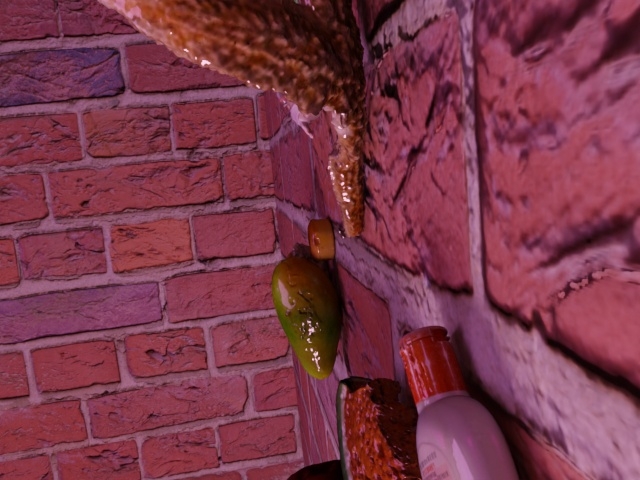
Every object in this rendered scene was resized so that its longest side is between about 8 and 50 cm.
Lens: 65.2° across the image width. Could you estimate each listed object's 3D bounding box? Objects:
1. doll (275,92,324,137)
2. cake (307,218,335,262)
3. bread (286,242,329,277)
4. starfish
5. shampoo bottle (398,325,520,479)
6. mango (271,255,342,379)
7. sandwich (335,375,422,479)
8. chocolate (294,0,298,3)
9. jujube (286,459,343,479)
[{"bbox_3d":[-0.034,-0.234,0.834,0.073,0.084,0.127,126,145,-81],"label":"doll"},{"bbox_3d":[0.000,0.000,0.936,0.084,0.044,0.084,174,90,-84],"label":"cake"},{"bbox_3d":[-0.023,0.091,1.042,0.119,0.084,0.177,-112,13,-63],"label":"bread"},{"bbox_3d":[-0.024,-0.202,0.495,0.398,0.132,0.384,3,-97,-60],"label":"starfish"},{"bbox_3d":[0.101,0.166,0.342,0.108,0.051,0.221,94,167,-56],"label":"shampoo bottle"},{"bbox_3d":[-0.018,0.140,0.922,0.125,0.111,0.233,-15,92,68],"label":"mango"},{"bbox_3d":[0.078,0.228,0.503,0.235,0.079,0.159,-118,33,-59],"label":"sandwich"},{"bbox_3d":[-0.033,-0.410,0.662,0.110,0.110,0.291,-162,63,-81],"label":"chocolate"},{"bbox_3d":[0.018,0.369,0.617,0.243,0.183,0.183,97,164,-68],"label":"jujube"}]
